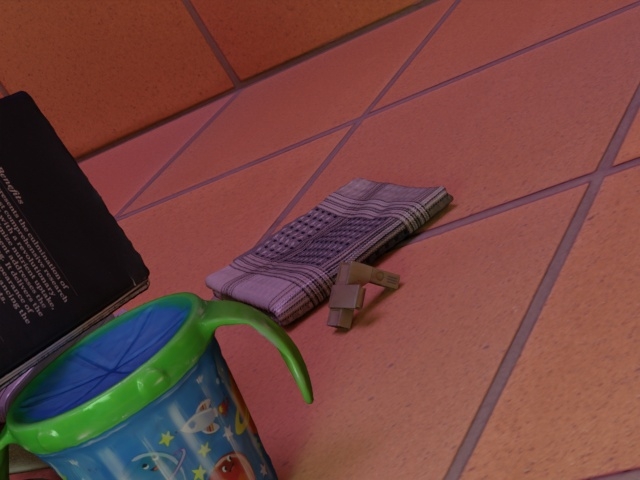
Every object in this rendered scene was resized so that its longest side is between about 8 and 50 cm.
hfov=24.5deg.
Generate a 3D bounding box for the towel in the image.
[{"bbox_3d":[0.000,0.000,2.114,0.312,0.056,0.324,-36,17,-15],"label":"towel"}]

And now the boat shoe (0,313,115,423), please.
[{"bbox_3d":[-0.380,0.170,2.045,0.076,0.083,0.226,-9,29,49],"label":"boat shoe"}]

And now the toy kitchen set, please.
[{"bbox_3d":[0.061,0.074,1.840,0.068,0.075,0.083,-4,71,63],"label":"toy kitchen set"}]

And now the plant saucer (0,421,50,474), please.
[{"bbox_3d":[-0.326,0.239,1.770,0.311,0.050,0.310,-10,0,0],"label":"plant saucer"}]

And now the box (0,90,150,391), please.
[{"bbox_3d":[-0.524,0.108,1.634,0.480,0.297,0.472,-32,2,23],"label":"box"}]

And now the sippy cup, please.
[{"bbox_3d":[-0.165,0.208,1.513,0.305,0.224,0.240,-17,21,40],"label":"sippy cup"}]

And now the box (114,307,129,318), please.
[{"bbox_3d":[-0.320,0.204,2.086,0.232,0.058,0.322,-36,16,-14],"label":"box"}]

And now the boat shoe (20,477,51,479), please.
[{"bbox_3d":[-0.445,0.335,1.689,0.307,0.110,0.104,5,-14,-42],"label":"boat shoe"}]
